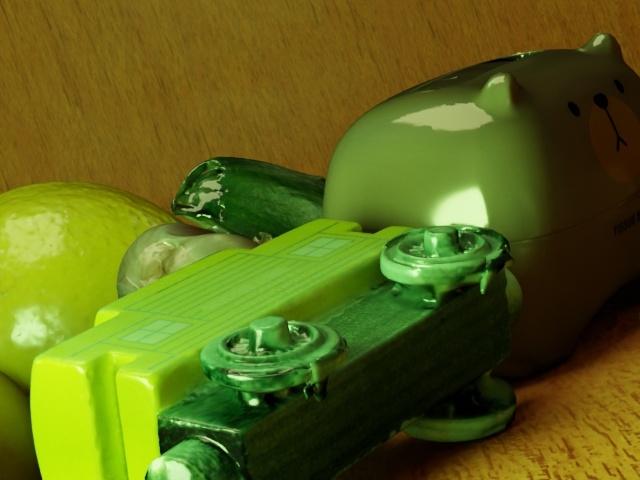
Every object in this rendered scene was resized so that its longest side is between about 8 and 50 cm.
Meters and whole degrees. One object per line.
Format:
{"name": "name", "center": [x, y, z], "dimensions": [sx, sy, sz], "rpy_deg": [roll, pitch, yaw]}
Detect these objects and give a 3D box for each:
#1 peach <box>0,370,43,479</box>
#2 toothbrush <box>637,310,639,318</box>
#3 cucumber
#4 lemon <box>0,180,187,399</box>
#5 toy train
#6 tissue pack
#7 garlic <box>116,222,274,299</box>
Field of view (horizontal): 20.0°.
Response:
{"name": "peach", "center": [-0.361, 0.216, 1.664], "dimensions": [0.231, 0.231, 0.231], "rpy_deg": [-20, 4, 1]}
{"name": "toothbrush", "center": [0.399, 0.028, 1.759], "dimensions": [0.269, 0.021, 0.027], "rpy_deg": [-22, 10, -37]}
{"name": "cucumber", "center": [0.002, -0.002, 1.943], "dimensions": [0.105, 0.325, 0.145], "rpy_deg": [-14, 52, 56]}
{"name": "lemon", "center": [-0.255, 0.097, 1.907], "dimensions": [0.348, 0.348, 0.348], "rpy_deg": [-20, 4, 1]}
{"name": "toy train", "center": [-0.027, 0.100, 1.416], "dimensions": [0.272, 0.179, 0.442], "rpy_deg": [6, 20, 35]}
{"name": "tissue pack", "center": [0.178, -0.045, 1.764], "dimensions": [0.267, 0.276, 0.387], "rpy_deg": [0, 13, 33]}
{"name": "garlic", "center": [-0.079, 0.075, 1.669], "dimensions": [0.207, 0.207, 0.257], "rpy_deg": [-21, 13, -10]}
